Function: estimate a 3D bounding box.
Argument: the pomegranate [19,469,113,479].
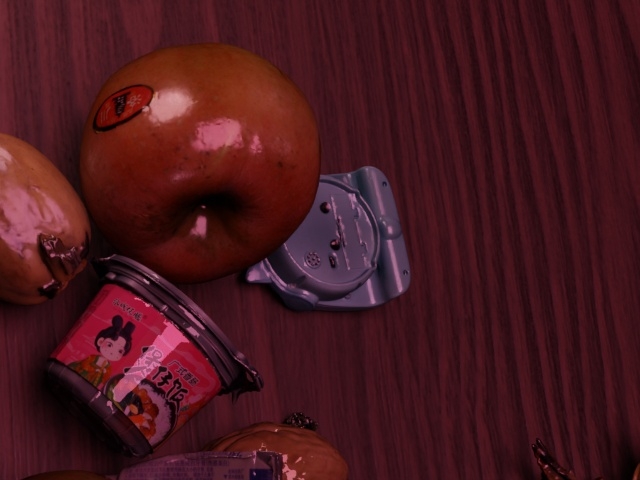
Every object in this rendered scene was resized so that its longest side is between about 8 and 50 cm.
[{"bbox_3d":[-0.295,0.442,1.550,0.323,0.291,0.290,52,51,-35],"label":"pomegranate"}]

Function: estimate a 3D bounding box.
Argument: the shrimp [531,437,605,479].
[{"bbox_3d":[0.412,0.402,2.116,0.262,0.066,0.117,55,38,-19],"label":"shrimp"}]

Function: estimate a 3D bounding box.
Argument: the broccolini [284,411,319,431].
[{"bbox_3d":[-0.020,0.359,1.889,0.042,0.044,0.218,6,73,-46],"label":"broccolini"}]

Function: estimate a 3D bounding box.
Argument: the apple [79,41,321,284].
[{"bbox_3d":[-0.170,-0.124,1.795,0.339,0.338,0.305,12,41,-27],"label":"apple"}]

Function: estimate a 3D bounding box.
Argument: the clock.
[{"bbox_3d":[0.000,0.000,1.996,0.274,0.094,0.223,-5,73,-34],"label":"clock"}]

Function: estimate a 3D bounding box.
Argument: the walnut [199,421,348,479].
[{"bbox_3d":[-0.070,0.346,1.766,0.245,0.198,0.198,6,69,-27],"label":"walnut"}]

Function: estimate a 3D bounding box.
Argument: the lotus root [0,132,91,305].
[{"bbox_3d":[-0.433,-0.056,1.709,0.310,0.183,0.183,51,55,-2],"label":"lotus root"}]

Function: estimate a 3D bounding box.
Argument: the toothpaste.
[{"bbox_3d":[-0.182,0.327,1.676,0.068,0.283,0.099,-58,142,-61],"label":"toothpaste"}]

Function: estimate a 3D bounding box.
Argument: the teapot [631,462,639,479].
[{"bbox_3d":[0.581,0.444,2.154,0.203,0.167,0.311,-8,98,-60],"label":"teapot"}]

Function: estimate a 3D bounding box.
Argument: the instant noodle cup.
[{"bbox_3d":[-0.246,0.171,1.708,0.181,0.302,0.258,-49,143,-20],"label":"instant noodle cup"}]
